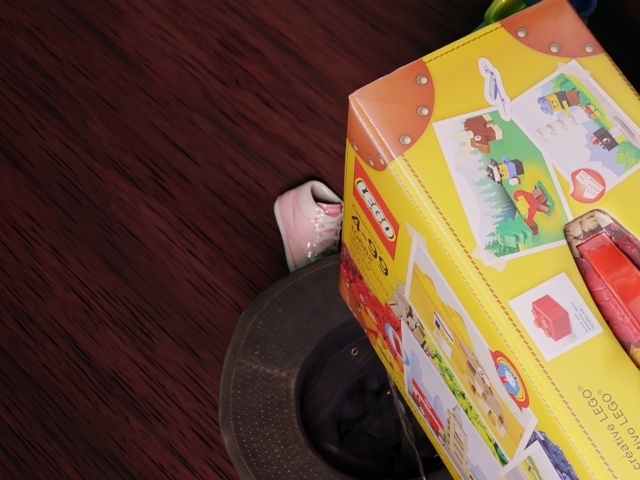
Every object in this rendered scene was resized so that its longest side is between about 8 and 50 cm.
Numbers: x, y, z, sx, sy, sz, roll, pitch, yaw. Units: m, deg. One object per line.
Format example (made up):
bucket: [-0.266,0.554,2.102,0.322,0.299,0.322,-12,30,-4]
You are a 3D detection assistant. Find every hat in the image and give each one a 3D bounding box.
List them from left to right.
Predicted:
hat: [0.069,0.158,1.350,0.331,0.331,0.134,56,166,19]

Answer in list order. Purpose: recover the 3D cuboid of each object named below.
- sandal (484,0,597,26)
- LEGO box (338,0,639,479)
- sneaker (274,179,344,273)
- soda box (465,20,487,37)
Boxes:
sandal: [0.141,-0.305,1.130,0.317,0.126,0.138,54,137,9]
LEGO box: [0.220,0.129,1.090,0.500,0.193,0.372,58,167,21]
sneaker: [0.000,0.000,1.474,0.070,0.051,0.134,-34,70,42]
soda box: [0.134,-0.131,1.341,0.216,0.069,0.074,-40,71,34]
